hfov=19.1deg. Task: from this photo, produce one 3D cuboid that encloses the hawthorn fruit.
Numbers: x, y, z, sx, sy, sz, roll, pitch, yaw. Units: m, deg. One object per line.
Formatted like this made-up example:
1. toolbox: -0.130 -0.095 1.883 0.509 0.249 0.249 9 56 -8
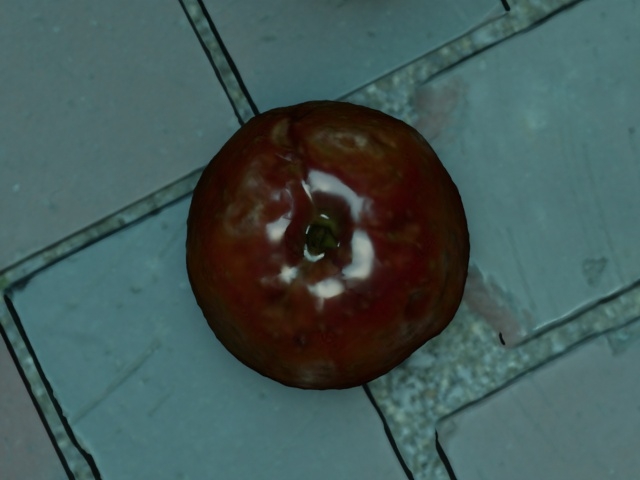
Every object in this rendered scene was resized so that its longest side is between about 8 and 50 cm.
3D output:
1. hawthorn fruit: 0.000 0.000 1.122 0.179 0.200 0.179 -1 85 8
